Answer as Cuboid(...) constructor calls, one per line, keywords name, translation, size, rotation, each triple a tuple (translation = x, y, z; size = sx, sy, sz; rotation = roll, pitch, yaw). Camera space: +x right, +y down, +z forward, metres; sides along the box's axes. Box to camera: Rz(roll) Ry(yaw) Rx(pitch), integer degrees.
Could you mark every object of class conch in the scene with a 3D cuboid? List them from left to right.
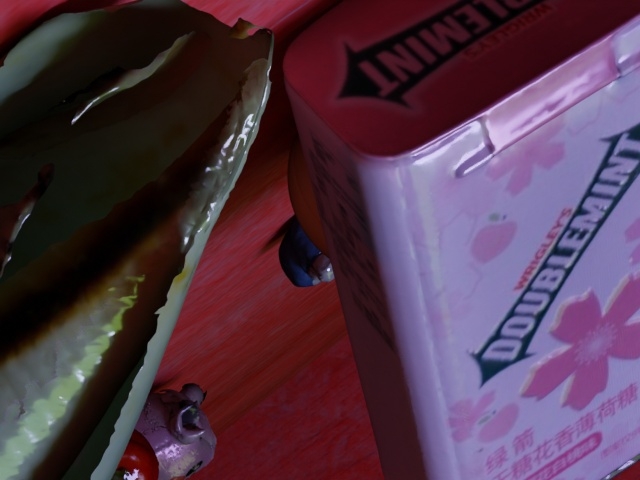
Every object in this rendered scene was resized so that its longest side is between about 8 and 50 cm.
Cuboid(name="conch", translation=(-0.121, 0.030, 0.666), size=(0.137, 0.143, 0.250), rotation=(-93, -154, -45))

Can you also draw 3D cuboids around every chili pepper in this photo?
Cuboid(name="chili pepper", translation=(-0.185, 0.210, 1.615), size=(0.092, 0.137, 0.368), rotation=(-11, 172, -13))

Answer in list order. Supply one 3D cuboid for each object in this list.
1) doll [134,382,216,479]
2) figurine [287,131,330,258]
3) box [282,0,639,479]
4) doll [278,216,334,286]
Cuboid(name="doll", translation=(-0.179, 0.211, 1.873), size=(0.192, 0.095, 0.149), rotation=(-39, -179, -6))
Cuboid(name="figurine", translation=(0.112, -0.088, 1.147), size=(0.324, 0.124, 0.222), rotation=(-33, 167, -29))
Cuboid(name="box", translation=(0.102, 0.009, 1.022), size=(0.190, 0.112, 0.370), rotation=(-29, 143, -14))
Cuboid(name="doll", translation=(0.000, 0.000, 1.498), size=(0.076, 0.050, 0.083), rotation=(-54, 180, -22))
